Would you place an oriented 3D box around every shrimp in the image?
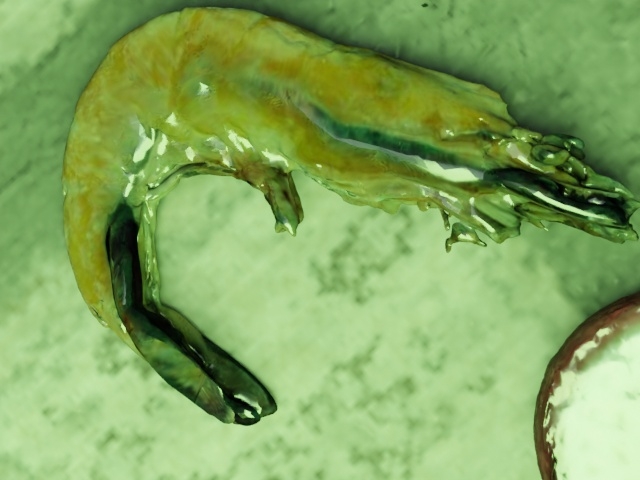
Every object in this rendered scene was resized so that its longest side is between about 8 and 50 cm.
[{"bbox_3d":[0.000,0.000,0.537,0.219,0.046,0.152,14,93,16],"label":"shrimp"}]

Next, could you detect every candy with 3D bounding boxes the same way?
[{"bbox_3d":[0.125,0.067,0.513,0.103,0.043,0.103,0,91,13],"label":"candy"}]
